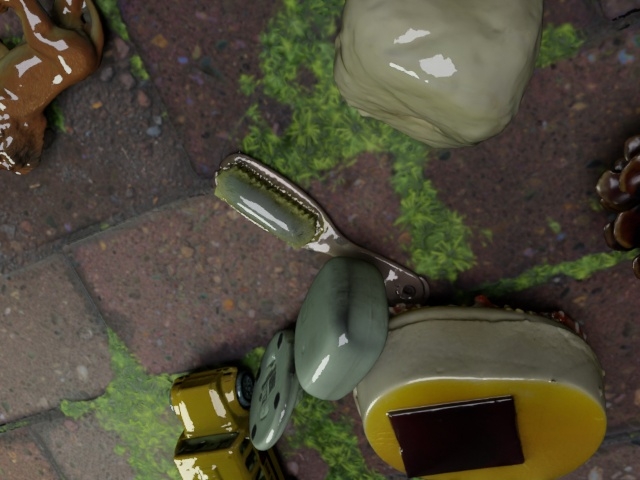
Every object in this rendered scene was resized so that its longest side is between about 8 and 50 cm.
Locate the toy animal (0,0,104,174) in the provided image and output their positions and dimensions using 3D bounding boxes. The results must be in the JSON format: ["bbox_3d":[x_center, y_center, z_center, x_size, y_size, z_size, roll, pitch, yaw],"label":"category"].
[{"bbox_3d":[-0.353,-0.202,0.756,0.312,0.097,0.157,-36,112,21],"label":"toy animal"}]

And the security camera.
[{"bbox_3d":[-0.011,0.150,0.764,0.080,0.157,0.301,18,131,-18],"label":"security camera"}]

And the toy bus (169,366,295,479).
[{"bbox_3d":[-0.120,0.349,0.897,0.121,0.123,0.335,-13,108,18],"label":"toy bus"}]

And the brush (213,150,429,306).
[{"bbox_3d":[-0.001,0.002,0.764,0.313,0.067,0.072,34,114,-4],"label":"brush"}]

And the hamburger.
[{"bbox_3d":[0.186,0.181,0.747,0.296,0.151,0.227,1,119,3],"label":"hamburger"}]

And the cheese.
[{"bbox_3d":[0.114,-0.204,0.560,0.174,0.248,0.251,23,108,2],"label":"cheese"}]

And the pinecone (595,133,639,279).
[{"bbox_3d":[0.381,-0.028,0.592,0.208,0.207,0.207,5,112,11],"label":"pinecone"}]
